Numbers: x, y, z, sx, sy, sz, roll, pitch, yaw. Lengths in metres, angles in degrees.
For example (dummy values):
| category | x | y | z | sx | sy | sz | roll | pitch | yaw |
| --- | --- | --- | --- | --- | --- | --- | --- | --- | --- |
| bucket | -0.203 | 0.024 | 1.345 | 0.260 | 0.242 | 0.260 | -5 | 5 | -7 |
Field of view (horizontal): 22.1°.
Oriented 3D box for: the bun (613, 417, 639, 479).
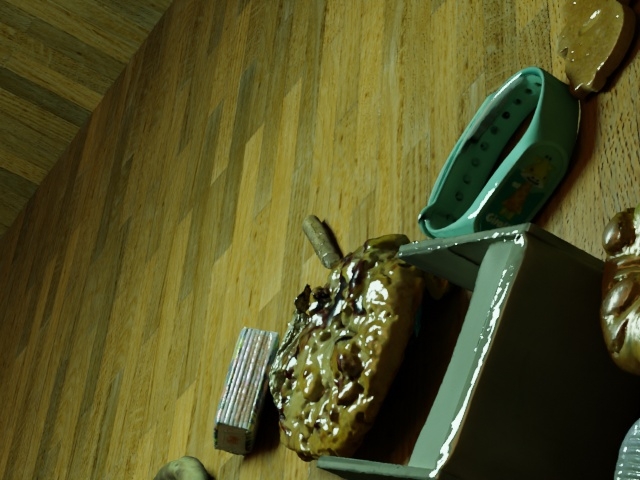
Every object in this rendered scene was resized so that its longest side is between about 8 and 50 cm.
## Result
| category | x | y | z | sx | sy | sz | roll | pitch | yaw |
| --- | --- | --- | --- | --- | --- | --- | --- | --- | --- |
| bun | 0.290 | 0.193 | 1.273 | 0.141 | 0.083 | 0.141 | -163 | 90 | -73 |

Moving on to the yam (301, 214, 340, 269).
| category | x | y | z | sx | sy | sz | roll | pitch | yaw |
| --- | --- | --- | --- | --- | --- | --- | --- | --- | --- |
| yam | 0.000 | 0.000 | 2.290 | 0.032 | 0.032 | 0.145 | -59 | 22 | 13 |

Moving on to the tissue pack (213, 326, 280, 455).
| category | x | y | z | sx | sy | sz | roll | pitch | yaw |
| --- | --- | --- | --- | --- | --- | --- | --- | --- | --- |
| tissue pack | -0.101 | 0.203 | 2.200 | 0.109 | 0.060 | 0.148 | 96 | -171 | -64 |

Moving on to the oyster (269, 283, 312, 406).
| category | x | y | z | sx | sy | sz | roll | pitch | yaw |
| --- | --- | --- | --- | --- | --- | --- | --- | --- | --- |
| oyster | -0.033 | 0.145 | 2.156 | 0.105 | 0.056 | 0.177 | 120 | 167 | -51 |

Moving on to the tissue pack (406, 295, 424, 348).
| category | x | y | z | sx | sy | sz | roll | pitch | yaw |
| --- | --- | --- | --- | --- | --- | --- | --- | --- | --- |
| tissue pack | 0.099 | 0.097 | 1.931 | 0.085 | 0.028 | 0.138 | -51 | 20 | 39 |

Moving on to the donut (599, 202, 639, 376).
| category | x | y | z | sx | sy | sz | roll | pitch | yaw |
| --- | --- | --- | --- | --- | --- | --- | --- | --- | --- |
| donut | 0.323 | 0.023 | 1.349 | 0.226 | 0.113 | 0.227 | -49 | 25 | 32 |

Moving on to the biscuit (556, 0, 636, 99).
| category | x | y | z | sx | sy | sz | roll | pitch | yaw |
| --- | --- | --- | --- | --- | --- | --- | --- | --- | --- |
| biscuit | 0.313 | -0.243 | 1.824 | 0.133 | 0.027 | 0.184 | -52 | 25 | 27 |

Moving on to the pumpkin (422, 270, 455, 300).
| category | x | y | z | sx | sy | sz | roll | pitch | yaw |
| --- | --- | --- | --- | --- | --- | --- | --- | --- | --- |
| pumpkin | 0.140 | 0.040 | 1.900 | 0.050 | 0.028 | 0.083 | -61 | 27 | 28 |

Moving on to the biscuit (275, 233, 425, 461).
| category | x | y | z | sx | sy | sz | roll | pitch | yaw |
| --- | --- | --- | --- | --- | --- | --- | --- | --- | --- |
| biscuit | 0.026 | 0.124 | 1.944 | 0.289 | 0.081 | 0.334 | -71 | 13 | -16 |

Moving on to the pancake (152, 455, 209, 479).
| category | x | y | z | sx | sy | sz | roll | pitch | yaw |
| --- | --- | --- | --- | --- | --- | --- | --- | --- | --- |
| pancake | -0.236 | 0.437 | 2.303 | 0.294 | 0.049 | 0.294 | -50 | 26 | 34 |

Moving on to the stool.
| category | x | y | z | sx | sy | sz | roll | pitch | yaw |
| --- | --- | --- | --- | --- | --- | --- | --- | --- | --- |
| stool | 0.158 | 0.136 | 1.534 | 0.269 | 0.170 | 0.244 | -10 | 55 | 66 |

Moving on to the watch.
| category | x | y | z | sx | sy | sz | roll | pitch | yaw |
| --- | --- | --- | --- | --- | --- | --- | --- | --- | --- |
| watch | 0.200 | -0.083 | 1.846 | 0.237 | 0.068 | 0.195 | -57 | 20 | 16 |
